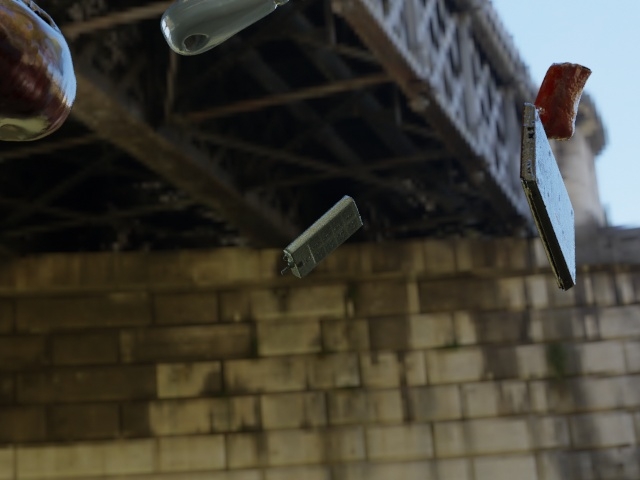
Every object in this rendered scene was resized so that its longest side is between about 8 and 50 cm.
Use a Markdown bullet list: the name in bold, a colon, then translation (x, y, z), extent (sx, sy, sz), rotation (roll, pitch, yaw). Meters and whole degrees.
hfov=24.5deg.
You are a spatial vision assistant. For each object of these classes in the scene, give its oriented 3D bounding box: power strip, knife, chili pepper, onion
- **power strip**: translation (0.000, 0.000, 1.874), extent (0.019, 0.136, 0.051), rotation (29, -30, 39)
- **knife**: translation (-0.016, -0.282, 1.591), extent (0.331, 0.044, 0.080), rotation (-25, -25, -8)
- **chili pepper**: translation (0.358, -0.206, 2.217), extent (0.073, 0.123, 0.070), rotation (14, -8, 17)
- **onion**: translation (-0.468, -0.211, 1.993), extent (0.273, 0.285, 0.273), rotation (18, -14, 5)

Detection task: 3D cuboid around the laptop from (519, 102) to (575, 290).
- **laptop**: translation (0.291, -0.057, 1.875), extent (0.026, 0.153, 0.207), rotation (-8, -45, 20)
